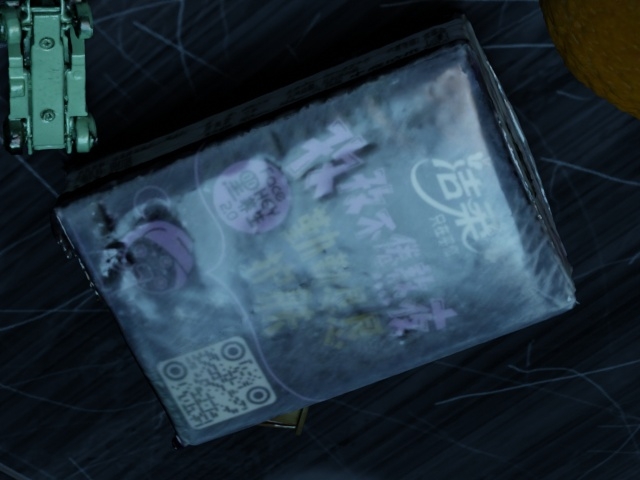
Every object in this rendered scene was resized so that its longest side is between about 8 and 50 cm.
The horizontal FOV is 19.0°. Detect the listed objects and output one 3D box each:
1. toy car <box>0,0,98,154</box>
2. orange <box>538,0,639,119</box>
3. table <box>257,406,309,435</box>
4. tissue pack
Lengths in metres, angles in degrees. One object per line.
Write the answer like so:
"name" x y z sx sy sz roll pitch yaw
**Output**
"toy car" -0.208 -0.127 1.454 0.073 0.054 0.143 -4 130 -9
"orange" 0.314 -0.232 1.266 0.357 0.322 0.322 -12 135 6
"table" -0.052 0.114 1.698 0.082 0.083 0.070 9 129 -9
"tissue pack" 0.000 0.000 1.531 0.361 0.122 0.259 -22 115 10
